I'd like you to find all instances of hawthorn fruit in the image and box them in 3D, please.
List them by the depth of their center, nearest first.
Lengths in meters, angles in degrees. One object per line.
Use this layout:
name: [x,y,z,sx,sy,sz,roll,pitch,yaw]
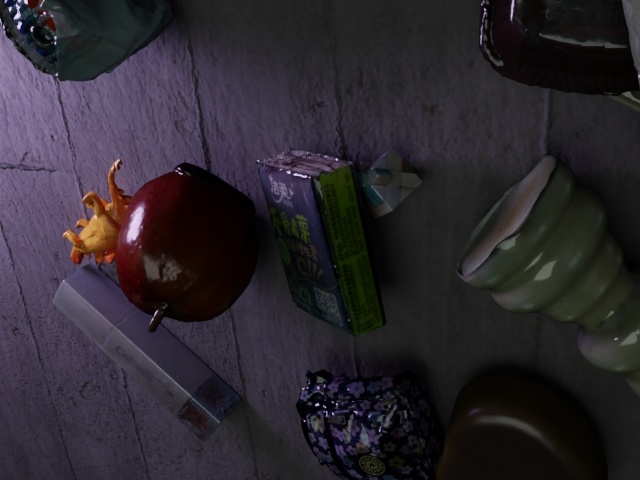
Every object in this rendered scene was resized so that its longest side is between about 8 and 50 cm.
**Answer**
hawthorn fruit: [-0.190,0.024,0.997,0.215,0.250,0.215,7,144,5]

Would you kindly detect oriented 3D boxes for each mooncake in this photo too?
mooncake: [0.283,0.304,0.975,0.234,0.117,0.235,10,120,19]

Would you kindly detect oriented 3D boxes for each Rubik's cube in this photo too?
Rubik's cube: [0.083,-0.080,0.912,0.073,0.084,0.075,47,144,-5]

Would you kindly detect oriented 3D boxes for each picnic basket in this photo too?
picnic basket: [0.265,-0.284,0.634,0.222,0.129,0.297,11,104,13]

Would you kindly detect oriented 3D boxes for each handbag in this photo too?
handbag: [0.074,0.294,1.073,0.207,0.127,0.229,-8,119,29]

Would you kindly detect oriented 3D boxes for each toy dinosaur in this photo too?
toy dinosaur: [-0.348,-0.026,1.166,0.117,0.070,0.288,39,130,-9]

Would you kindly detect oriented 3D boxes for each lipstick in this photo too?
lipstick: [-0.311,0.197,1.249,0.371,0.080,0.076,41,126,3]

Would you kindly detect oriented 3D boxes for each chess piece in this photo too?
chess piece: [0.336,0.071,0.806,0.330,0.182,0.182,38,125,-1]

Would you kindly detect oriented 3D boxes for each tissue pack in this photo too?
tissue pack: [0.000,0.000,0.958,0.173,0.073,0.236,20,128,56]

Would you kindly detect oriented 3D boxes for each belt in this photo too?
belt: [-0.321,-0.343,0.908,0.149,0.207,0.258,-15,99,34]

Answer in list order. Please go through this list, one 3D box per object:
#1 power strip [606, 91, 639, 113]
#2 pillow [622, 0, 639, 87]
power strip: [0.372,-0.167,0.727,0.387,0.066,0.092,30,112,9]
pillow: [0.372,-0.180,0.569,0.076,0.280,0.275,31,148,62]
